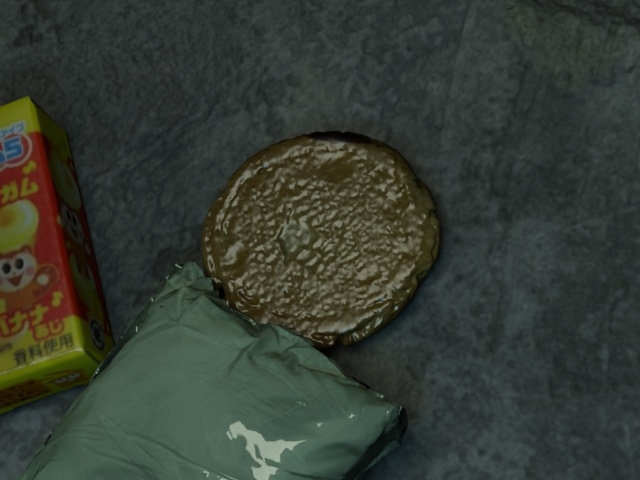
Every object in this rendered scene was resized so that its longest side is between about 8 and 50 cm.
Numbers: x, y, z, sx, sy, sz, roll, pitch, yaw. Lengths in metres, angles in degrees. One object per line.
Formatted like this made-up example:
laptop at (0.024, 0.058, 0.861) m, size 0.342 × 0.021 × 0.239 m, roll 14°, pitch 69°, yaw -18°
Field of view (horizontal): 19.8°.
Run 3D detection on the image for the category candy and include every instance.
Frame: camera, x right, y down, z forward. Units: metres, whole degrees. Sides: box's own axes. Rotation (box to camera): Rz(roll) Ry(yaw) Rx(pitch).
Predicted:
candy at (-0.296, 0.015, 1.746) m, size 0.146 × 0.088 × 0.276 m, roll -18°, pitch 66°, yaw 10°

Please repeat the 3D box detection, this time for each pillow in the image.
pillow at (-0.118, 0.194, 1.608) m, size 0.283 × 0.138 × 0.310 m, roll 36°, pitch 82°, yaw 31°

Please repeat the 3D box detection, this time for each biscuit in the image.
biscuit at (0.000, 0.000, 1.695) m, size 0.226 × 0.042 × 0.226 m, roll -4°, pitch 71°, yaw 12°
